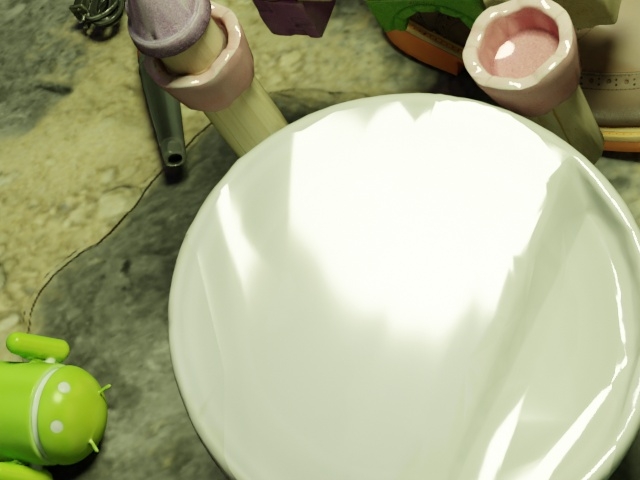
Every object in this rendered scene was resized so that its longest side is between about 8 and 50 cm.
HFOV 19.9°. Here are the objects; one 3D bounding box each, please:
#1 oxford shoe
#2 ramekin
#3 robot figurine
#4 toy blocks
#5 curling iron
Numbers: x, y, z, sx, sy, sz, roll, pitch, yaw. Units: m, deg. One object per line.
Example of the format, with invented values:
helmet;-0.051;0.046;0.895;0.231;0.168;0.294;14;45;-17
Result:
oxford shoe;0.162;-0.165;1.267;0.364;0.132;0.130;24;61;38
ramekin;0.055;0.062;1.045;0.273;0.127;0.273;-2;68;5
robot figurine;-0.191;0.114;1.203;0.115;0.067;0.101;1;77;25
toy blocks;0.037;-0.230;1.125;0.289;0.260;0.309;2;62;27
curling iron;-0.143;-0.138;1.449;0.068;0.035;0.274;-29;42;2
